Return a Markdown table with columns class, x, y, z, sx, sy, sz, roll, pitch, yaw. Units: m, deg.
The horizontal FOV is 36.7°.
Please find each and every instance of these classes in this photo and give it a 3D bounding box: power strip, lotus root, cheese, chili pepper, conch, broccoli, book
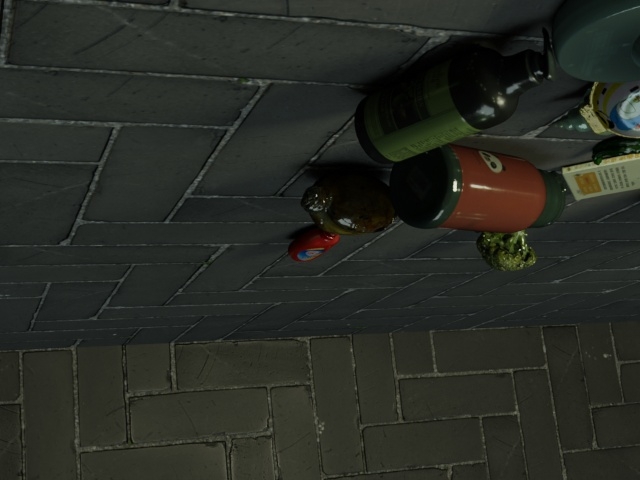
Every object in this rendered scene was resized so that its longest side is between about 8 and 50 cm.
| class | x | y | z | sx | sy | sz | roll | pitch | yaw |
| --- | --- | --- | --- | --- | --- | --- | --- | --- | --- |
| power strip | 0.361 | -0.248 | 1.155 | 0.167 | 0.054 | 0.253 | -4 | 166 | 5 |
| lotus root | 0.048 | -0.065 | 1.646 | 0.209 | 0.120 | 0.120 | 8 | 160 | -43 |
| cheese | 0.470 | -0.212 | 1.288 | 0.250 | 0.064 | 0.156 | -27 | 128 | 27 |
| chili pepper | 0.507 | -0.155 | 1.633 | 0.118 | 0.035 | 0.055 | -22 | 142 | 38 |
| conch | 0.412 | -0.199 | 1.386 | 0.180 | 0.088 | 0.065 | -18 | -154 | 21 |
| broccoli | 0.408 | 0.010 | 2.112 | 0.130 | 0.131 | 0.120 | 13 | 121 | -20 |
| book | 0.609 | -0.132 | 1.794 | 0.295 | 0.020 | 0.208 | -11 | 165 | 19 |

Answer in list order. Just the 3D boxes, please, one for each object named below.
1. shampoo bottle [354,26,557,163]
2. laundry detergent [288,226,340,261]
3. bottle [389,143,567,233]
| class | x | y | z | sx | sy | sz | roll | pitch | yaw |
| --- | --- | --- | --- | --- | --- | --- | --- | --- | --- |
| shampoo bottle | 0.176 | -0.183 | 1.239 | 0.283 | 0.101 | 0.101 | -18 | 162 | 41 |
| laundry detergent | 0.000 | 0.000 | 2.013 | 0.097 | 0.049 | 0.165 | -7 | 167 | -28 |
| bottle | 0.280 | -0.081 | 1.613 | 0.336 | 0.144 | 0.144 | 5 | 163 | -39 |
